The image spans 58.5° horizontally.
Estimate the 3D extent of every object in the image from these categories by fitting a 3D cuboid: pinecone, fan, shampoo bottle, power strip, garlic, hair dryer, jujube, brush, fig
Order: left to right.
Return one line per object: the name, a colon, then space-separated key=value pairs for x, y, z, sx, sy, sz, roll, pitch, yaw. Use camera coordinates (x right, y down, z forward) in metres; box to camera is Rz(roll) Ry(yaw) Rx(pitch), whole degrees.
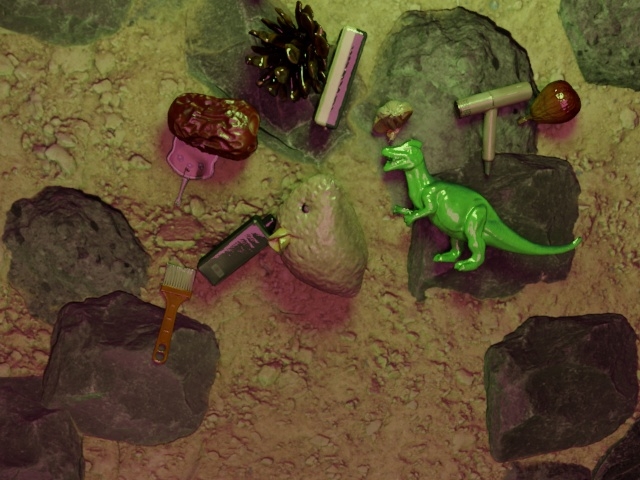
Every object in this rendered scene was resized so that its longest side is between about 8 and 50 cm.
brush: x=-0.431 y=0.217 z=1.633 sx=0.090 sy=0.017 sz=0.315 roll=16 pitch=105 yaw=-7
fan: x=-0.350 y=-0.192 z=1.522 sx=0.131 sy=0.009 sz=0.220 roll=19 pitch=103 yaw=-6
jujube: x=-0.262 y=-0.290 z=1.431 sx=0.230 sy=0.155 sz=0.155 roll=16 pitch=105 yaw=1
shampoo bottle: x=-0.219 y=0.017 z=1.552 sx=0.246 sy=0.079 sz=0.080 roll=-38 pitch=106 yaw=8
pinecone: x=-0.077 y=-0.440 z=1.365 sx=0.201 sy=0.202 sz=0.229 roll=-11 pitch=119 yaw=5
power strip: x=0.044 y=-0.402 z=1.432 sx=0.070 sy=0.105 sz=0.257 roll=16 pitch=105 yaw=-7
garlic: x=0.184 y=-0.321 z=1.479 sx=0.113 sy=0.094 sz=0.074 roll=-33 pitch=65 yaw=12
hair dryer: x=0.471 y=-0.289 z=1.514 sx=0.195 sy=0.054 sz=0.221 roll=-16 pitch=107 yaw=1
fig: x=0.599 y=-0.338 z=1.475 sx=0.119 sy=0.119 sz=0.153 roll=43 pitch=101 yaw=-13

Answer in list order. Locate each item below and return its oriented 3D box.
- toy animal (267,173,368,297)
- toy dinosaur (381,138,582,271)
toy animal: x=0.002 y=0.006 z=1.506 sx=0.226 sy=0.188 sz=0.359 roll=-18 pitch=108 yaw=12
toy dinosaur: x=0.432 y=-0.115 z=1.547 sx=0.499 sy=0.144 sz=0.375 roll=-11 pitch=94 yaw=-3
